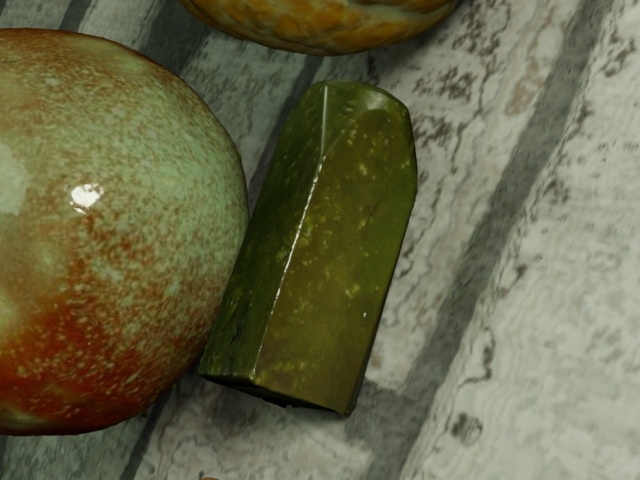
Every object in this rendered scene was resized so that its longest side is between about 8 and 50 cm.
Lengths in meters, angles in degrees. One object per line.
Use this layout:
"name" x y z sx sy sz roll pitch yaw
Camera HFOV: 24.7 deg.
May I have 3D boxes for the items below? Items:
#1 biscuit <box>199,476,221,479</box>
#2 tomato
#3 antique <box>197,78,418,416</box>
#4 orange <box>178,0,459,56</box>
"biscuit" -0.098 0.223 1.035 0.130 0.019 0.102 -41 37 38
"tomato" -0.205 -0.005 1.042 0.304 0.239 0.303 -8 76 33
"antique" 0.000 0.000 0.976 0.080 0.081 0.220 -1 68 58
"orange" 0.015 -0.280 0.995 0.329 0.249 0.329 -30 45 35
